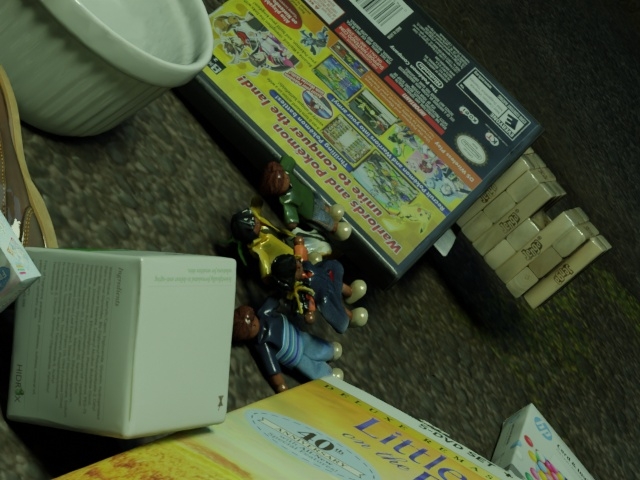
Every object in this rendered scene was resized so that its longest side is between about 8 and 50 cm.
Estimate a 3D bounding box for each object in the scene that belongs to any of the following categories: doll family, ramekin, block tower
[{"bbox_3d":[-0.025,0.025,1.167,0.111,0.076,0.193,34,31,-46],"label":"doll family"},{"bbox_3d":[-0.185,-0.171,1.105,0.207,0.109,0.207,41,25,-24],"label":"ramekin"},{"bbox_3d":[0.135,-0.094,1.486,0.335,0.097,0.091,51,17,9],"label":"block tower"}]

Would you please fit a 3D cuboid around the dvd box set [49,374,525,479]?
[{"bbox_3d":[0.035,0.200,0.860,0.307,0.062,0.420,29,15,20],"label":"dvd box set"}]

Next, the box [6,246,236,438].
[{"bbox_3d":[-0.112,0.056,0.882,0.101,0.087,0.102,3,92,-61],"label":"box"}]

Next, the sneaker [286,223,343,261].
[{"bbox_3d":[0.000,0.000,1.304,0.037,0.032,0.083,57,22,12],"label":"sneaker"}]

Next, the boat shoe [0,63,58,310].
[{"bbox_3d":[-0.216,-0.053,0.914,0.073,0.073,0.207,16,41,-58],"label":"boat shoe"}]

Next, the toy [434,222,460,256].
[{"bbox_3d":[0.072,-0.044,1.481,0.137,0.056,0.237,48,17,0],"label":"toy"}]

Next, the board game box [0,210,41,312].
[{"bbox_3d":[-0.203,0.008,0.823,0.090,0.090,0.020,57,26,11],"label":"board game box"}]

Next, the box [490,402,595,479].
[{"bbox_3d":[0.200,0.238,1.326,0.145,0.038,0.186,51,21,-4],"label":"box"}]

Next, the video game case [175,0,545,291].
[{"bbox_3d":[0.032,-0.124,1.353,0.275,0.035,0.248,45,52,3],"label":"video game case"}]
